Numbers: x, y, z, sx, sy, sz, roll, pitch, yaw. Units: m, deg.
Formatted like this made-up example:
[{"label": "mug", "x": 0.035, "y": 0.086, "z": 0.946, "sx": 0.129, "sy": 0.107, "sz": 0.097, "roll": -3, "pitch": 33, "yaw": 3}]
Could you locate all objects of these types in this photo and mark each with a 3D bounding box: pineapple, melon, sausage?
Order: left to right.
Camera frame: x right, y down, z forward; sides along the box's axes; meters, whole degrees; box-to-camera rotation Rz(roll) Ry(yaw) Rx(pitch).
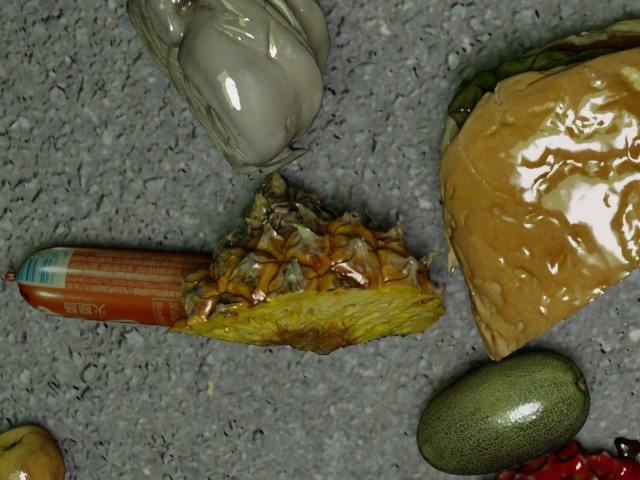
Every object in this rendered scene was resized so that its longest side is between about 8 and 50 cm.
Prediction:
[{"label": "sausage", "x": -0.172, "y": 0.041, "z": 1.315, "sx": 0.264, "sy": 0.083, "sz": 0.083, "roll": 4, "pitch": 100, "yaw": 13}, {"label": "pineapple", "x": 0.006, "y": 0.001, "z": 1.219, "sx": 0.250, "sy": 0.140, "sz": 0.164, "roll": 9, "pitch": 66, "yaw": -22}, {"label": "melon", "x": 0.160, "y": 0.155, "z": 1.253, "sx": 0.162, "sy": 0.099, "sz": 0.099, "roll": -25, "pitch": 94, "yaw": 17}]

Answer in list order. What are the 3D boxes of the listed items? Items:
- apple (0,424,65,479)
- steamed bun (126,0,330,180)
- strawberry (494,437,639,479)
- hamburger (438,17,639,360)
[{"label": "apple", "x": -0.287, "y": 0.220, "z": 1.363, "sx": 0.084, "sy": 0.084, "sz": 0.071, "roll": -20, "pitch": 112, "yaw": 14}, {"label": "steamed bun", "x": -0.062, "y": -0.168, "z": 1.202, "sx": 0.144, "sy": 0.218, "sz": 0.211, "roll": -33, "pitch": 86, "yaw": -7}, {"label": "strawberry", "x": 0.226, "y": 0.302, "z": 1.229, "sx": 0.234, "sy": 0.178, "sz": 0.234, "roll": 2, "pitch": 105, "yaw": 6}, {"label": "hamburger", "x": 0.202, "y": -0.069, "z": 1.176, "sx": 0.209, "sy": 0.162, "sz": 0.330, "roll": 45, "pitch": 109, "yaw": 0}]
